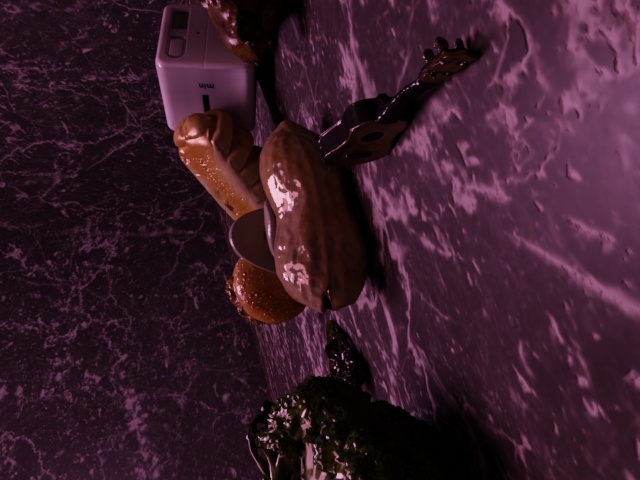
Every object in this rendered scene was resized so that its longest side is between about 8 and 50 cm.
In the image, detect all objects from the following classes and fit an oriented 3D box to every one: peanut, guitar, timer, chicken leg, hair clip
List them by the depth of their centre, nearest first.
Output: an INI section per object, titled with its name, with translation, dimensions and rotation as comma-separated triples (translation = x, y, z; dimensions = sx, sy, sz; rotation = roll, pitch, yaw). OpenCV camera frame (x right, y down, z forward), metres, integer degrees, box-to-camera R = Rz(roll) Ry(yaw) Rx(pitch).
[guitar]
translation = 0.070, -0.134, 0.590
dimensions = 0.271, 0.084, 0.038
rotation = 145, 114, -69
[peanut]
translation = -0.016, -0.041, 0.891
dimensions = 0.149, 0.149, 0.313
rotation = 114, 141, -69
[chicken leg]
translation = -0.113, -0.382, 0.979
dimensions = 0.361, 0.140, 0.211
rotation = 85, -171, -72
[hair clip]
translation = -0.061, -0.004, 1.116
dimensions = 0.282, 0.113, 0.172
rotation = 18, -119, -60
[timer]
translation = -0.235, -0.366, 1.272
dimensions = 0.195, 0.194, 0.192
rotation = 96, 172, -57

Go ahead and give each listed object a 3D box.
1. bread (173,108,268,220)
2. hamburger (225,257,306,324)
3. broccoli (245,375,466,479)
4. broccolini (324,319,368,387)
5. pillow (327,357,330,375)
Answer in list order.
[bread]
translation = -0.175, -0.150, 1.270
dimensions = 0.173, 0.121, 0.311
rotation = -3, 134, 43
[hamburger]
translation = -0.111, 0.092, 1.280
dimensions = 0.118, 0.191, 0.181
rotation = 120, 143, -68
[broccoli]
translation = 0.044, 0.323, 0.686
dimensions = 0.321, 0.283, 0.304
rotation = 52, 157, -14
[broccolini]
translation = 0.024, 0.211, 1.089
dimensions = 0.202, 0.068, 0.091
rotation = -129, 45, -61
[pillow]
translation = 0.045, 0.307, 1.161
dimensions = 0.118, 0.043, 0.185
rotation = -135, 34, -61
